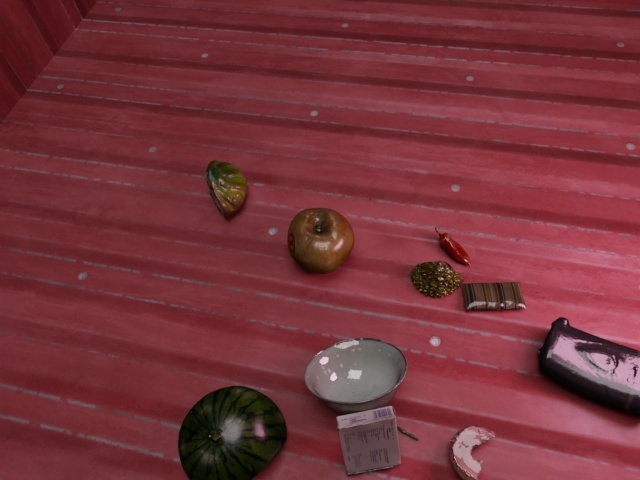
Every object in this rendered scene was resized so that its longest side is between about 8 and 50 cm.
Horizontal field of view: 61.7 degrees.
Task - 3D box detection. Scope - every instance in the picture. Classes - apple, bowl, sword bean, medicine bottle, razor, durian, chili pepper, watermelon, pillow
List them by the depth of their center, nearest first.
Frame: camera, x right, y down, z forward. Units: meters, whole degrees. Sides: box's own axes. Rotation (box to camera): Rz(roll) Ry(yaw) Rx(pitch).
[{"bbox_3d":[0.141,0.572,1.523,0.171,0.201,0.052,-12,29,-1],"label":"medicine bottle"},{"bbox_3d":[-0.274,0.565,1.584,0.330,0.189,0.331,1,56,-1],"label":"watermelon"},{"bbox_3d":[0.258,0.580,1.616,0.083,0.012,0.012,25,62,20],"label":"sword bean"},{"bbox_3d":[0.117,0.442,1.623,0.313,0.146,0.313,-11,22,5],"label":"bowl"},{"bbox_3d":[0.847,0.383,1.628,0.348,0.114,0.204,23,60,22],"label":"razor"},{"bbox_3d":[0.591,0.191,1.832,0.203,0.038,0.113,-1,53,4],"label":"pillow"},{"bbox_3d":[0.397,0.125,1.853,0.186,0.108,0.119,19,59,17],"label":"durian"},{"bbox_3d":[0.000,0.000,1.929,0.260,0.194,0.261,-2,53,3],"label":"apple"},{"bbox_3d":[0.480,0.025,1.947,0.059,0.050,0.191,-14,58,-51],"label":"chili pepper"}]

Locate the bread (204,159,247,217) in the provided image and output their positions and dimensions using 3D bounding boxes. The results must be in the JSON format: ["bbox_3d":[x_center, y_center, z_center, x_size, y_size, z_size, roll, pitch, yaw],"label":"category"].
[{"bbox_3d":[-0.374,-0.231,2.150,0.156,0.158,0.261,-26,59,-16],"label":"bread"}]

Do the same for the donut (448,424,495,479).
[{"bbox_3d":[0.424,0.609,1.547,0.116,0.065,0.166,23,60,18],"label":"donut"}]
